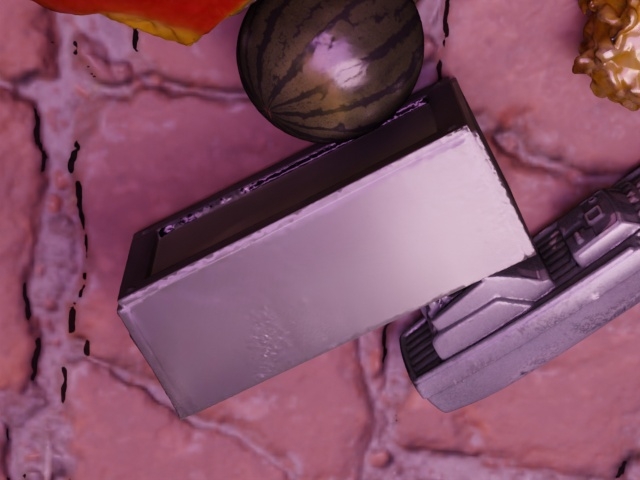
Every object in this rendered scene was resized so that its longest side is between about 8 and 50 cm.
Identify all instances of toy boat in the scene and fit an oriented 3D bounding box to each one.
[{"bbox_3d":[0.158,0.007,1.077,0.260,0.078,0.085,-35,120,12],"label":"toy boat"}]

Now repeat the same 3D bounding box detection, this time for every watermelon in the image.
[{"bbox_3d":[0.016,-0.116,1.024,0.133,0.105,0.105,-36,107,-14],"label":"watermelon"}]

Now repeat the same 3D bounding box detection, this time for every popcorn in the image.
[{"bbox_3d":[0.186,-0.117,1.048,0.083,0.057,0.082,-21,114,2],"label":"popcorn"}]

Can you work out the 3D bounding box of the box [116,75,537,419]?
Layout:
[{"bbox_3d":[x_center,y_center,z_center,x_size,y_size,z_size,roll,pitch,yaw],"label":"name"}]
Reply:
[{"bbox_3d":[0.000,0.000,1.044,0.225,0.129,0.086,-26,107,7],"label":"box"}]

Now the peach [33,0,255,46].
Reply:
[{"bbox_3d":[-0.084,-0.266,0.888,0.380,0.242,0.306,-38,90,16],"label":"peach"}]
